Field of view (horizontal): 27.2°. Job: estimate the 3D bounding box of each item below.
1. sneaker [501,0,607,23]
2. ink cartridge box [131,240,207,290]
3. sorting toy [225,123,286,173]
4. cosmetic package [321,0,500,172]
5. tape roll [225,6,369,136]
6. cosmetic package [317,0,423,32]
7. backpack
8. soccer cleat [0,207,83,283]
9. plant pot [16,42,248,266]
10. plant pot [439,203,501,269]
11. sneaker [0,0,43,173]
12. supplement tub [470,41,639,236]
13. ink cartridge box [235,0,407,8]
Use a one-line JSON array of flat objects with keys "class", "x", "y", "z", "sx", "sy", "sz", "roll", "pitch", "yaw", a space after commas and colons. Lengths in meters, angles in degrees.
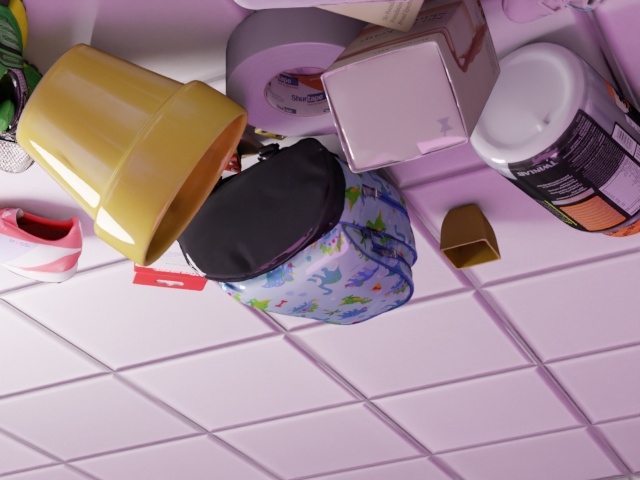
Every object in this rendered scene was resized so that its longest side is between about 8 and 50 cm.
[{"class": "sneaker", "x": 0.313, "y": -0.315, "z": 1.650, "sx": 0.080, "sy": 0.094, "sz": 0.212, "roll": 21, "pitch": 144, "yaw": -37}, {"class": "ink cartridge box", "x": -0.231, "y": -0.004, "z": 2.187, "sx": 0.134, "sy": 0.078, "sz": 0.231, "roll": 7, "pitch": 149, "yaw": -15}, {"class": "sorting toy", "x": -0.167, "y": -0.133, "z": 1.970, "sx": 0.274, "sy": 0.046, "sz": 0.132, "roll": -14, "pitch": 154, "yaw": 31}, {"class": "cosmetic package", "x": 0.118, "y": -0.204, "z": 1.622, "sx": 0.153, "sy": 0.296, "sz": 0.129, "roll": -14, "pitch": 109, "yaw": 19}, {"class": "tape roll", "x": -0.020, "y": -0.230, "z": 1.804, "sx": 0.219, "sy": 0.072, "sz": 0.219, "roll": -2, "pitch": 152, "yaw": -1}, {"class": "cosmetic package", "x": -0.019, "y": -0.358, "z": 1.476, "sx": 0.309, "sy": 0.113, "sz": 0.160, "roll": 13, "pitch": 147, "yaw": -6}, {"class": "backpack", "x": 0.000, "y": 0.000, "z": 2.047, "sx": 0.290, "sy": 0.273, "sz": 0.355, "roll": -29, "pitch": 169, "yaw": 23}, {"class": "soccer cleat", "x": -0.545, "y": -0.012, "z": 2.149, "sx": 0.318, "sy": 0.109, "sz": 0.116, "roll": 9, "pitch": 128, "yaw": -16}, {"class": "plant pot", "x": -0.261, "y": -0.133, "z": 1.765, "sx": 0.239, "sy": 0.254, "sz": 0.254, "roll": 34, "pitch": 147, "yaw": 3}, {"class": "plant pot", "x": 0.246, "y": -0.012, "z": 2.199, "sx": 0.081, "sy": 0.083, "sz": 0.081, "roll": -16, "pitch": 148, "yaw": 21}, {"class": "sneaker", "x": -0.446, "y": -0.186, "z": 1.780, "sx": 0.134, "sy": 0.146, "sz": 0.343, "roll": -1, "pitch": 151, "yaw": -1}, {"class": "supplement tub", "x": 0.366, "y": -0.131, "z": 1.883, "sx": 0.193, "sy": 0.194, "sz": 0.316, "roll": -22, "pitch": 145, "yaw": 31}, {"class": "ink cartridge box", "x": -0.005, "y": -0.429, "z": 1.128, "sx": 0.160, "sy": 0.385, "sz": 0.279, "roll": -2, "pitch": 151, "yaw": 1}]
